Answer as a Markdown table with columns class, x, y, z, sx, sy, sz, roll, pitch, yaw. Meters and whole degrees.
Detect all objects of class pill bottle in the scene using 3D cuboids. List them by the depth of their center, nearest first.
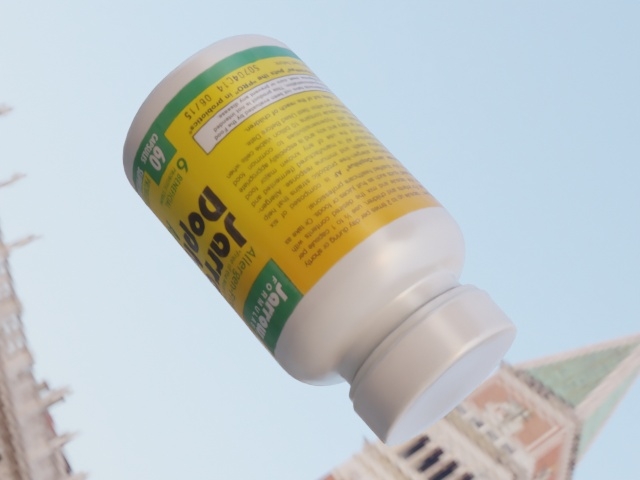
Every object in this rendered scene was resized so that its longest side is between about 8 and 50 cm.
| class | x | y | z | sx | sy | sz | roll | pitch | yaw |
| --- | --- | --- | --- | --- | --- | --- | --- | --- | --- |
| pill bottle | 0.000 | 0.000 | 0.622 | 0.208 | 0.117 | 0.118 | 48 | -31 | 21 |
